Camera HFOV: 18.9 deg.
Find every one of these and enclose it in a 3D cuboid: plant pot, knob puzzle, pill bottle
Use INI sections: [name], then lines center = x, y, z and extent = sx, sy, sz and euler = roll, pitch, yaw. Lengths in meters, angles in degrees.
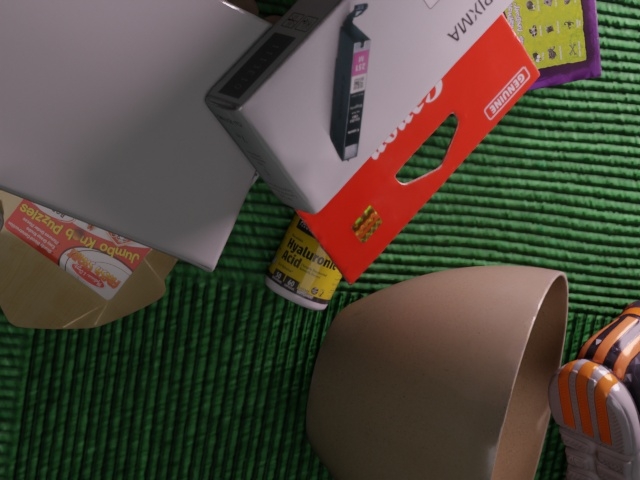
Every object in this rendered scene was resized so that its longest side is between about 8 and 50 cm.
[plant pot]
center = 0.097, 0.145, 1.741
extent = 0.191, 0.284, 0.284
euler = 14, 105, 15
[knob puzzle]
center = -0.219, -0.005, 1.719
extent = 0.213, 0.030, 0.213
euler = -4, 107, -14
[pill bottle]
center = 0.000, 0.000, 1.757
extent = 0.065, 0.065, 0.116
euler = 23, 99, -19

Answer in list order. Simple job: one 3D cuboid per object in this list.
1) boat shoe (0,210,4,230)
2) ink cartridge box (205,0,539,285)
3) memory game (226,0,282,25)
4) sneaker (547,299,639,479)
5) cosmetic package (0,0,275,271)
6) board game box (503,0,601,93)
[boat shoe]
center = -0.335, 0.002, 1.671
extent = 0.125, 0.038, 0.046
euler = -18, 98, 13
[ink cartridge box]
center = 0.067, -0.126, 1.610
extent = 0.275, 0.060, 0.239
euler = -48, 125, -15
[memory game]
center = -0.097, -0.134, 1.721
extent = 0.186, 0.012, 0.186
euler = -4, 107, -13
[sneaker]
center = 0.322, 0.192, 1.863
extent = 0.180, 0.124, 0.321
euler = -42, 142, -30
[cosmetic package]
center = -0.220, -0.142, 1.530
extent = 0.385, 0.156, 0.217
euler = 25, 91, -40
[board game box]
center = 0.135, -0.297, 1.698
extent = 0.208, 0.056, 0.347
euler = -13, 108, -21
